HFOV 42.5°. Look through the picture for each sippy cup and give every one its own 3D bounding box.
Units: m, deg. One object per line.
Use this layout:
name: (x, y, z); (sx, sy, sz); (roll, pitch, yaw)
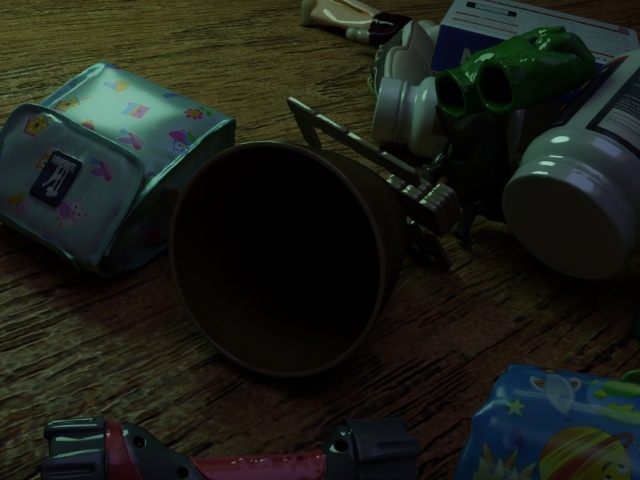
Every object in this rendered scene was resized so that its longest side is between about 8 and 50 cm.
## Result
sippy cup: (0.229, 0.206, 0.643); (0.224, 0.240, 0.305); (15, -8, 28)

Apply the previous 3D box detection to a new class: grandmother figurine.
grandmother figurine: (0.125, -0.463, 1.767); (0.342, 0.104, 0.208); (22, 43, 24)

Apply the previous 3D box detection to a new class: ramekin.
ramekin: (0.339, -0.260, 1.492); (0.207, 0.109, 0.207); (7, 31, -4)

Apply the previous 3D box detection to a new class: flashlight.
flashlight: (-0.069, 0.190, 0.681); (0.304, 0.103, 0.103); (-1, 31, -15)

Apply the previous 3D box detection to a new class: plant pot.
plant pot: (0.000, 0.000, 0.917); (0.237, 0.237, 0.254); (22, 18, 19)

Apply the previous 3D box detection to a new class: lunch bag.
lunch bag: (-0.263, -0.082, 1.008); (0.223, 0.160, 0.262); (27, 47, 20)

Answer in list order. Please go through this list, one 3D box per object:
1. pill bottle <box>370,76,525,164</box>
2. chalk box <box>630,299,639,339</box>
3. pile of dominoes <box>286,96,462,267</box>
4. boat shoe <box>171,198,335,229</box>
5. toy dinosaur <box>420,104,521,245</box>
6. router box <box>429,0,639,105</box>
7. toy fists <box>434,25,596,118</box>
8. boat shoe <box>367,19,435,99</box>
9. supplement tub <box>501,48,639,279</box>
pill bottle: (0.202, -0.193, 1.328); (0.229, 0.131, 0.131); (12, 32, 3)
chalk box: (0.469, 0.061, 0.998); (0.132, 0.132, 0.213); (22, 33, 18)
pile of dominoes: (0.076, -0.084, 1.072); (0.040, 0.196, 0.251); (-44, 53, -13)
boat shoe: (-0.079, -0.039, 1.046); (0.285, 0.103, 0.092); (-18, 36, -42)
toy dinosaur: (0.204, -0.101, 1.116); (0.160, 0.313, 0.121); (-46, 41, -10)
router box: (0.377, -0.332, 1.429); (0.335, 0.082, 0.301); (17, 30, 9)
toy fists: (0.269, -0.235, 1.143); (0.142, 0.096, 0.279); (-18, 9, -12)
boat shoe: (0.144, -0.310, 1.531); (0.116, 0.097, 0.324); (47, 31, -18)
supplement tub: (0.377, -0.100, 1.051); (0.191, 0.191, 0.272); (31, 62, 30)
